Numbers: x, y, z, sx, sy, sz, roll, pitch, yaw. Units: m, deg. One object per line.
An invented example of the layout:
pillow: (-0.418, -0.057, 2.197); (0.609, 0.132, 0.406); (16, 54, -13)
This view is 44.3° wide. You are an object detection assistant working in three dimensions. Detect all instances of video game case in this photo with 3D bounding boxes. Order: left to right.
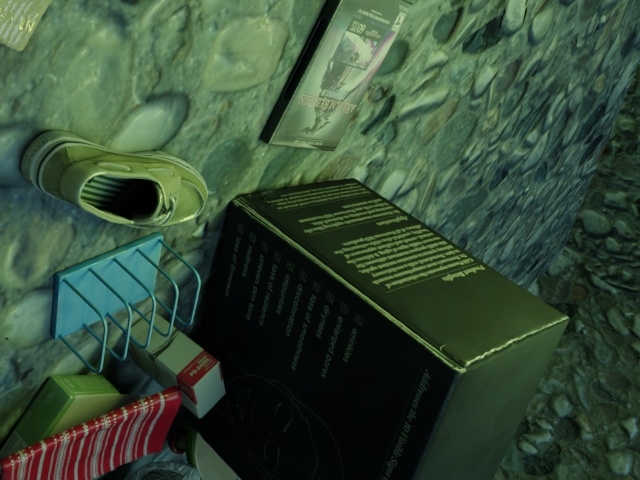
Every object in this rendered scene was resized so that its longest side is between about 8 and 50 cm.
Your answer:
video game case: (0.028, -0.265, 1.216); (0.196, 0.026, 0.274); (-5, 127, -58)

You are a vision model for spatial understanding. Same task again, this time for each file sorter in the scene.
file sorter: (-0.264, 0.087, 1.081); (0.170, 0.104, 0.118); (-26, 144, -43)

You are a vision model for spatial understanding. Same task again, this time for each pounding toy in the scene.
pounding toy: (-0.221, 0.358, 1.563); (0.183, 0.110, 0.236); (27, 71, -54)

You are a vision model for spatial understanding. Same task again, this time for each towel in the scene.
towel: (-0.341, 0.315, 1.165); (0.275, 0.031, 0.199); (-18, 151, -37)

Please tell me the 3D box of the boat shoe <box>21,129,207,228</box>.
boat shoe: (-0.228, -0.054, 0.965); (0.109, 0.094, 0.302); (-58, 155, 12)

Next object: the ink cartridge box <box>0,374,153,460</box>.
ink cartridge box: (-0.371, 0.292, 1.232); (0.171, 0.056, 0.235); (-55, 157, 6)

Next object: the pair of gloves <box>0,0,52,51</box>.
pair of gloves: (-0.262, -0.284, 0.659); (0.204, 0.042, 0.240); (-51, 157, -4)

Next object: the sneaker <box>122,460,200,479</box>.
sneaker: (-0.332, 0.468, 1.466); (0.232, 0.090, 0.115); (-18, 168, -1)

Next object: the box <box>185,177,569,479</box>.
box: (0.059, 0.220, 1.293); (0.297, 0.472, 0.479); (-12, 129, -42)

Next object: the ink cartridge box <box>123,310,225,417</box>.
ink cartridge box: (-0.228, 0.193, 1.236); (0.063, 0.150, 0.109); (-44, 155, -28)
